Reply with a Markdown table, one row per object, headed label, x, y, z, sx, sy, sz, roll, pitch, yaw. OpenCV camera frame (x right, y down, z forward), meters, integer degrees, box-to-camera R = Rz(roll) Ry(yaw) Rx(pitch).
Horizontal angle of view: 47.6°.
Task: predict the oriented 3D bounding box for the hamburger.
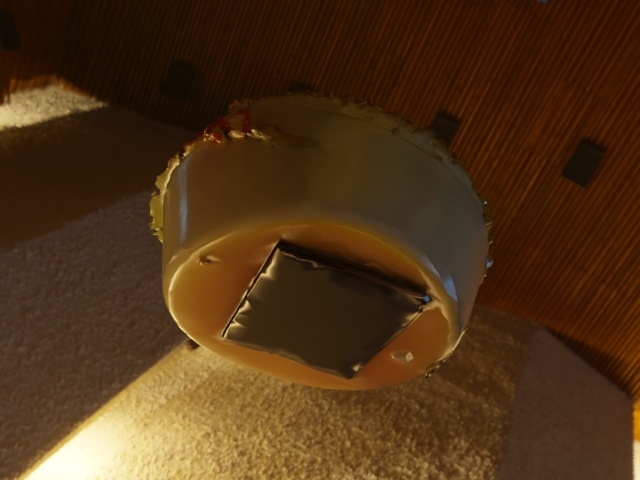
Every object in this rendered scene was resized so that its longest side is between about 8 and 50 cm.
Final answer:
| label | x | y | z | sx | sy | sz | roll | pitch | yaw |
| --- | --- | --- | --- | --- | --- | --- | --- | --- | --- |
| hamburger | 0.000 | 0.000 | 0.620 | 0.294 | 0.276 | 0.179 | 19 | -128 | -9 |
